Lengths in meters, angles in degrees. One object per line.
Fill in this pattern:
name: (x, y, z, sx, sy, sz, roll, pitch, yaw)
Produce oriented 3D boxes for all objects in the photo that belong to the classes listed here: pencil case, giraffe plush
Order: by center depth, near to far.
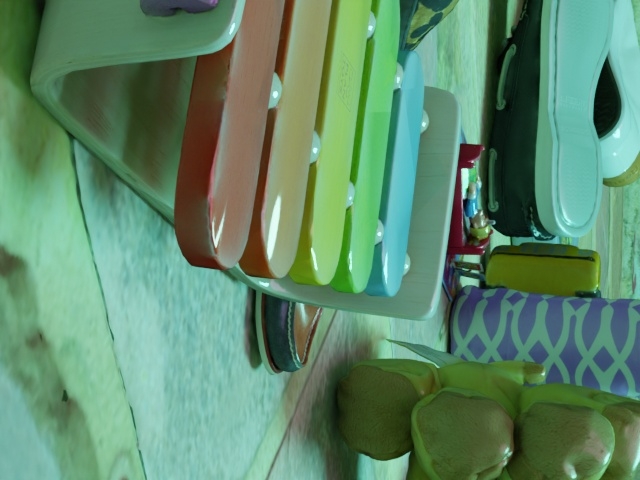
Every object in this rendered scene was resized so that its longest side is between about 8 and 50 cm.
giraffe plush: (0.084, 0.162, 0.831, 0.210, 0.181, 0.170, -159, -103, -71)
pencil case: (0.208, 0.079, 1.130, 0.088, 0.206, 0.086, -57, 145, -53)

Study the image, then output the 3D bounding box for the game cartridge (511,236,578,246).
game cartridge: (0.252, -0.040, 1.532, 0.294, 0.060, 0.196, 70, 33, -55)

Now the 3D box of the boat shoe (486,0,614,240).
boat shoe: (0.203, -0.151, 1.276, 0.114, 0.091, 0.302, 19, 75, -45)

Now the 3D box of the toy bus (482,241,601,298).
toy bus: (0.215, 0.163, 1.338, 0.130, 0.108, 0.332, -43, 134, -68)

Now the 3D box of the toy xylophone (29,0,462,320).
toy xylophone: (-0.013, -0.092, 0.529, 0.323, 0.081, 0.236, 31, 64, -71)

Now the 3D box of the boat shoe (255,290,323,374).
boat shoe: (0.000, 0.000, 0.670, 0.049, 0.043, 0.137, 64, 35, -64)

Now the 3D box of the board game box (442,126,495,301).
board game box: (0.119, -0.030, 1.098, 0.168, 0.033, 0.133, 58, 39, -65)

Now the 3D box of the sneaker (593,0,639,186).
sneaker: (0.279, -0.179, 1.424, 0.123, 0.106, 0.290, 46, 39, -46)

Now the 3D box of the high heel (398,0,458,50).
high heel: (0.071, -0.223, 0.848, 0.261, 0.093, 0.186, -70, 177, -67)
